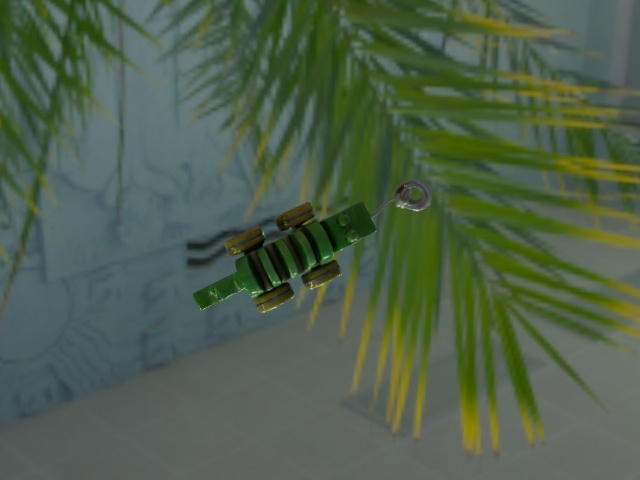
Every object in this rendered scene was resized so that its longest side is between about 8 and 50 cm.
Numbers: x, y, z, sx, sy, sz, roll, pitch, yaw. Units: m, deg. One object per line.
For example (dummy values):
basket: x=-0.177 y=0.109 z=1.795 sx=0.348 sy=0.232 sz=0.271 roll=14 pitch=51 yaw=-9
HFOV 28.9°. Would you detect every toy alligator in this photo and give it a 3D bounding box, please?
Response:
toy alligator: x=0.000 y=0.000 z=0.860 sx=0.189 sy=0.056 sz=0.051 roll=-26 pitch=-178 yaw=-12
